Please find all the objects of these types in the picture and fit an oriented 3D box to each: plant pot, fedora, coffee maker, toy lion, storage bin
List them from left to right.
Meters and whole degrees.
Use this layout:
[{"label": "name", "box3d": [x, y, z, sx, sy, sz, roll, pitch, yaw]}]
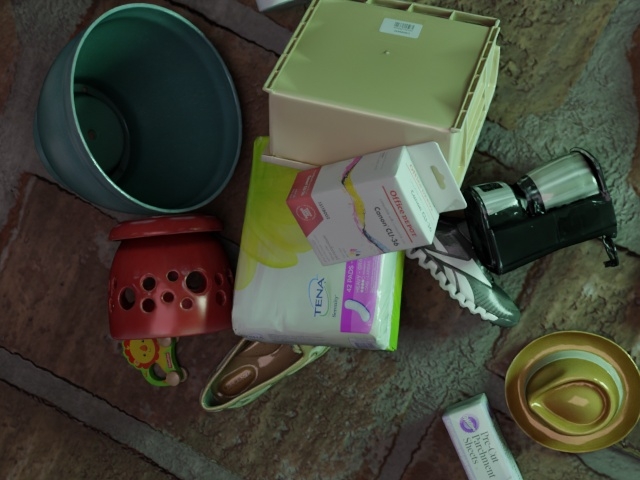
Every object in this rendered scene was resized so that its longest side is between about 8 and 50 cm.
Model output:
[{"label": "plant pot", "box3d": [-0.285, -0.167, 1.685, 0.196, 0.293, 0.293, -12, 96, 43]}, {"label": "toy lion", "box3d": [-0.261, 0.178, 1.841, 0.096, 0.034, 0.100, -9, 96, 23]}, {"label": "plant pot", "box3d": [-0.219, 0.051, 1.732, 0.191, 0.191, 0.174, -6, 88, 16]}, {"label": "storage bin", "box3d": [0.086, -0.205, 1.577, 0.262, 0.260, 0.123, 13, 138, 13]}, {"label": "coffee maker", "box3d": [0.297, -0.019, 1.586, 0.178, 0.120, 0.171, -21, 83, -6]}, {"label": "fedora", "box3d": [0.352, 0.220, 1.656, 0.194, 0.079, 0.194, 2, 99, 15]}]

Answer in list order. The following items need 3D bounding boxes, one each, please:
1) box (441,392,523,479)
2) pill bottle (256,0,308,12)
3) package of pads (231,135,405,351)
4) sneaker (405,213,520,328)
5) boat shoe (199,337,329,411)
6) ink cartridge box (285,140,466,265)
[{"label": "box", "box3d": [0.270, 0.383, 1.711, 0.067, 0.063, 0.324, -22, 92, 16]}, {"label": "pill bottle", "box3d": [-0.072, -0.437, 1.647, 0.124, 0.124, 0.221, -16, 95, 17]}, {"label": "package of pads", "box3d": [0.000, 0.000, 1.650, 0.229, 0.101, 0.297, 1, 77, 22]}, {"label": "sneaker", "box3d": [0.203, 0.024, 1.667, 0.234, 0.078, 0.106, 41, 109, 8]}, {"label": "boat shoe", "box3d": [-0.062, 0.159, 1.752, 0.104, 0.089, 0.285, 46, 106, 5]}, {"label": "ink cartridge box", "box3d": [0.072, -0.045, 1.495, 0.198, 0.067, 0.115, -13, 125, 27]}]
